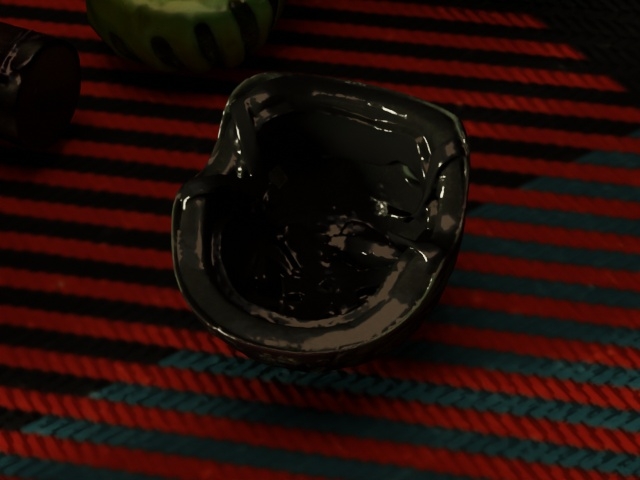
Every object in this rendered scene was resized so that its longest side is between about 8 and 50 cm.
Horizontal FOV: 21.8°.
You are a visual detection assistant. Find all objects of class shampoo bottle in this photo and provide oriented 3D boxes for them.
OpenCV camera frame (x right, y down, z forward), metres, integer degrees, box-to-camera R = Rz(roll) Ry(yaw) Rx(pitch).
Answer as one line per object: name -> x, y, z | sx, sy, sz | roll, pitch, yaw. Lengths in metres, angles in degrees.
shampoo bottle -> -0.310, -0.135, 1.077 | 0.323, 0.084, 0.129 | 17, 16, 22

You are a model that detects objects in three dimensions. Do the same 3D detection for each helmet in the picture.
helmet -> 0.004, 0.001, 0.910 | 0.153, 0.107, 0.176 | 16, 67, 16

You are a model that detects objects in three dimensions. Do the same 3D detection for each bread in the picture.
bread -> -0.085, -0.161, 1.104 | 0.130, 0.071, 0.139 | 13, 44, 20
